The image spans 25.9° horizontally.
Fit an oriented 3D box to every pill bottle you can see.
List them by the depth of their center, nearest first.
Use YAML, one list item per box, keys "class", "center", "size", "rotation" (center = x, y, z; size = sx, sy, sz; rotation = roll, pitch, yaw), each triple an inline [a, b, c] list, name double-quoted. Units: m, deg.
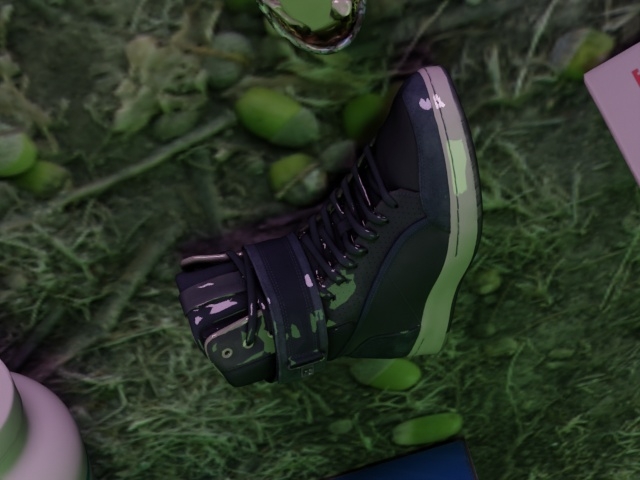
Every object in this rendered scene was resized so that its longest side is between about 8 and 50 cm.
- class: "pill bottle"
  center: [-0.211, 0.181, 0.884]
  size: [0.146, 0.146, 0.264]
  rotation: [-11, 137, -4]

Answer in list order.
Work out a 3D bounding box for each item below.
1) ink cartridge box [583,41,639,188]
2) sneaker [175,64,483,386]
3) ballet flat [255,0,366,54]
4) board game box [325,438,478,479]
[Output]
- class: "ink cartridge box"
  center: [0.324, -0.061, 0.720]
  size: [0.306, 0.226, 0.131]
  rotation: [-29, 135, 14]
- class: "sneaker"
  center: [0.000, 0.002, 0.798]
  size: [0.163, 0.086, 0.226]
  rotation: [-7, 138, -12]
- class: "ballet flat"
  center: [-0.026, -0.157, 0.639]
  size: [0.070, 0.070, 0.188]
  rotation: [-26, 136, 12]
- class: "board game box"
  center: [0.006, 0.317, 1.131]
  size: [0.308, 0.086, 0.302]
  rotation: [-18, 137, 3]
